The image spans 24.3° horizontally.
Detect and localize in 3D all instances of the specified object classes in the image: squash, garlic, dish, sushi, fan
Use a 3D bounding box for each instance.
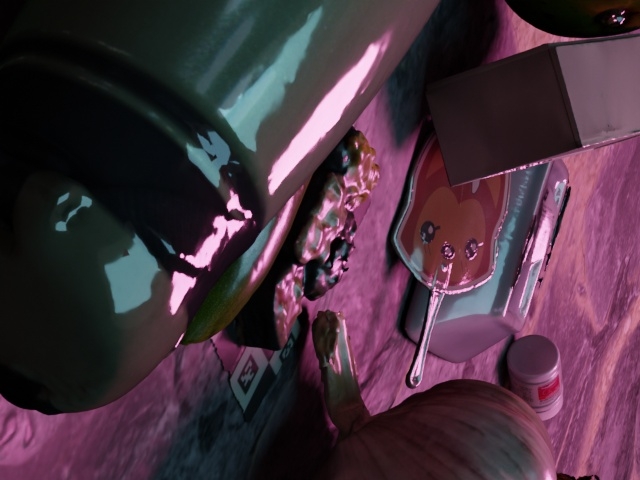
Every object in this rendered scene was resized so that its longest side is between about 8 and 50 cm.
[{"bbox_3d":[-0.031,-0.056,0.886,0.258,0.069,0.069,-68,156,-18],"label":"squash"},{"bbox_3d":[0.049,0.165,1.098,0.253,0.245,0.245,60,37,-9],"label":"garlic"},{"bbox_3d":[0.166,-0.005,1.352,0.182,0.080,0.243,33,72,-66],"label":"dish"},{"bbox_3d":[0.000,0.000,1.010,0.215,0.050,0.192,-61,153,-29],"label":"sushi"},{"bbox_3d":[0.103,0.017,1.239,0.132,0.009,0.220,20,82,-41],"label":"fan"}]

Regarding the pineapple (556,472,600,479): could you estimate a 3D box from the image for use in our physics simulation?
[{"bbox_3d":[0.160,0.378,1.465,0.271,0.262,0.262,-21,126,-35],"label":"pineapple"}]

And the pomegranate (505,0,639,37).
[{"bbox_3d":[0.221,-0.278,1.216,0.187,0.187,0.225,31,51,-66],"label":"pomegranate"}]

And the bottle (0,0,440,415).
[{"bbox_3d":[-0.060,-0.083,0.688,0.347,0.168,0.168,-58,152,-26],"label":"bottle"}]

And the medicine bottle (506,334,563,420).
[{"bbox_3d":[0.236,0.151,1.633,0.058,0.058,0.091,-61,153,-30],"label":"medicine bottle"}]

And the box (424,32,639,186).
[{"bbox_3d":[0.210,-0.115,1.227,0.225,0.129,0.086,-14,88,-48],"label":"box"}]
